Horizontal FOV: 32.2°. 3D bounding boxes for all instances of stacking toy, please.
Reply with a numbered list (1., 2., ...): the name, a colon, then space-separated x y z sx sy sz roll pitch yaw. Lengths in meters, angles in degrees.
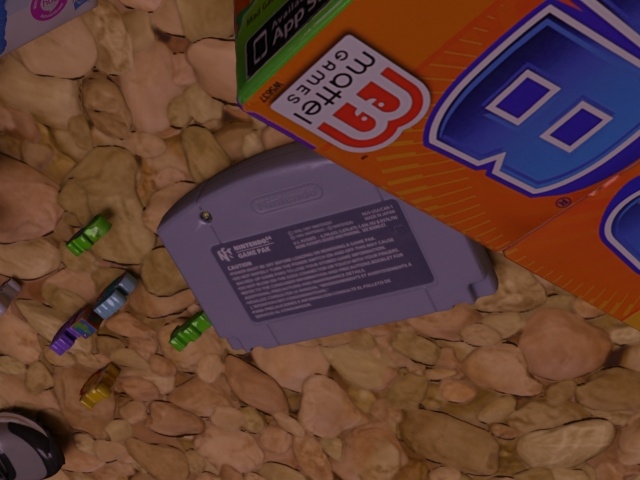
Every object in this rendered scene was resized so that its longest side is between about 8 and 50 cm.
1. stacking toy: -0.242 0.077 1.194 0.221 0.052 0.167 -34 112 31

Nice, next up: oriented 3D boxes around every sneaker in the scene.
1. sneaker: -0.434 0.277 1.356 0.272 0.108 0.100 -7 120 19

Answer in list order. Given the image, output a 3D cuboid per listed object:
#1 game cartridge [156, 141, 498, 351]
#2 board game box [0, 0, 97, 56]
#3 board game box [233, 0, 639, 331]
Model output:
1. game cartridge: 0.000 0.000 1.063 0.294 0.060 0.196 -14 123 24
2. board game box: -0.304 -0.235 0.776 0.086 0.308 0.302 42 149 19
3. board game box: 0.197 -0.217 0.590 0.356 0.356 0.356 26 132 -33
